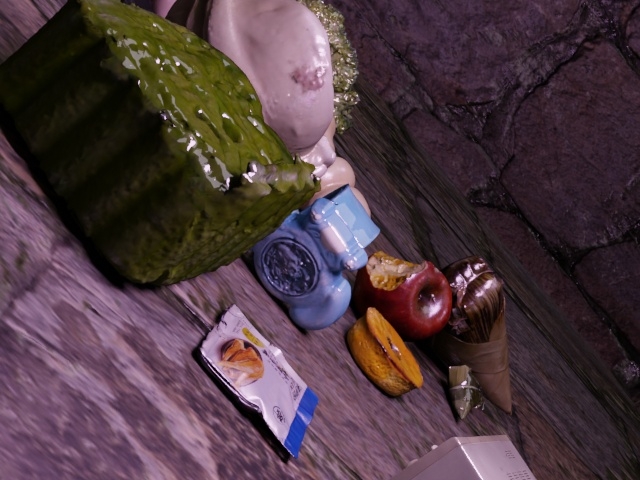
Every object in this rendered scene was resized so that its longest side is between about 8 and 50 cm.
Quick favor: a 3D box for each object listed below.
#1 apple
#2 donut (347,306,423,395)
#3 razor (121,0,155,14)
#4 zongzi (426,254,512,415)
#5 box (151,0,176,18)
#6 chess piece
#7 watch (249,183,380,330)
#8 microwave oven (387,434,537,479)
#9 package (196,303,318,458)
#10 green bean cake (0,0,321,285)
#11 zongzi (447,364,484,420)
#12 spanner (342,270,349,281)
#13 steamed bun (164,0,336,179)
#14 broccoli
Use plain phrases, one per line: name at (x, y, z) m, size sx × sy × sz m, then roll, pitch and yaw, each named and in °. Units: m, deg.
apple at (0.135, 0.096, 1.790) m, size 0.156 × 0.147 × 0.158 m, roll -4°, pitch 10°, yaw -35°
donut at (0.100, 0.182, 1.665) m, size 0.152 × 0.058 × 0.152 m, roll 48°, pitch 15°, yaw -18°
razor at (-0.293, -0.355, 1.749) m, size 0.148 × 0.054 × 0.090 m, roll 56°, pitch 15°, yaw 17°
zongzi at (0.307, 0.186, 1.929) m, size 0.317 × 0.154 × 0.289 m, roll 54°, pitch -9°, yaw 3°
box at (-0.260, -0.436, 1.972) m, size 0.146 × 0.088 × 0.200 m, roll 43°, pitch 16°, yaw -35°
chess piece at (-0.010, -0.120, 1.906) m, size 0.167 × 0.167 × 0.299 m, roll 21°, pitch 41°, yaw -63°
watch at (0.000, 0.000, 1.536) m, size 0.211 × 0.211 × 0.193 m, roll 51°, pitch 33°, yaw -4°
microwave oven at (0.210, 0.368, 1.391) m, size 0.194 × 0.145 × 0.240 m, roll 61°, pitch 17°, yaw 21°
package at (-0.071, 0.164, 1.255) m, size 0.173 × 0.027 × 0.171 m, roll 47°, pitch 15°, yaw -6°
green bean cake at (-0.184, -0.127, 1.237) m, size 0.319 × 0.218 × 0.335 m, roll 53°, pitch 13°, yaw 6°
zongzi at (0.271, 0.304, 1.929) m, size 0.109 × 0.055 × 0.119 m, roll 54°, pitch 28°, yaw -44°
spanner at (-0.052, 0.001, 1.706) m, size 0.325 × 0.026 × 0.093 m, roll 34°, pitch 24°, yaw -46°
steamed bun at (-0.134, -0.214, 1.518) m, size 0.324 × 0.219 × 0.309 m, roll 49°, pitch -28°, yaw 37°
broccoli at (-0.102, -0.435, 2.305) m, size 0.397 × 0.274 × 0.353 m, roll 4°, pitch 28°, yaw -44°
